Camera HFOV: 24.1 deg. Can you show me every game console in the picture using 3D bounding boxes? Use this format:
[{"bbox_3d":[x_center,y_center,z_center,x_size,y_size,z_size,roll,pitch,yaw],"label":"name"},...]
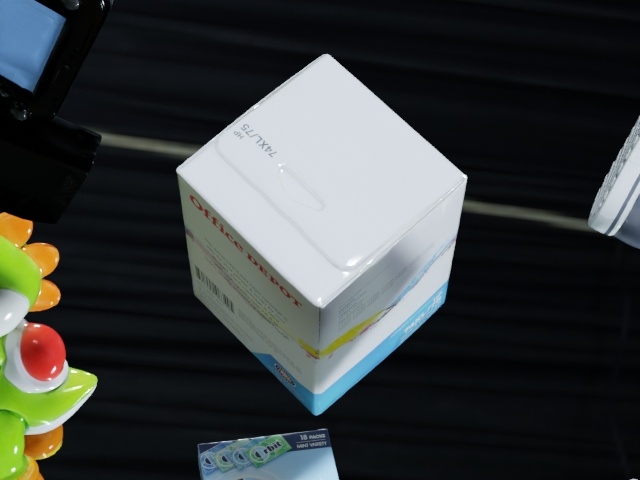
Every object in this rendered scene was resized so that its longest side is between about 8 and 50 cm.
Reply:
[{"bbox_3d":[-0.247,-0.121,1.064,0.361,0.213,0.044,136,-28,-59],"label":"game console"}]

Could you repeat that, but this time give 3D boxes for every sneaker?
[{"bbox_3d":[0.400,-0.132,1.537,0.126,0.127,0.321,-55,170,-71],"label":"sneaker"}]

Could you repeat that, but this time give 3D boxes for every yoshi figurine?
[{"bbox_3d":[-0.359,0.101,1.433,0.203,0.203,0.362,27,-44,34],"label":"yoshi figurine"}]

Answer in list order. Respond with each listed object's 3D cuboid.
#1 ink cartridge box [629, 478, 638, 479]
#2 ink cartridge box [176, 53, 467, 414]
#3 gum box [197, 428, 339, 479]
[{"bbox_3d":[0.243,0.337,1.387,0.122,0.211,0.289,64,5,2],"label":"ink cartridge box"},{"bbox_3d":[0.000,0.000,1.484,0.198,0.197,0.270,44,-20,19],"label":"ink cartridge box"},{"bbox_3d":[-0.052,0.310,1.723,0.041,0.157,0.184,96,-16,-49],"label":"gum box"}]
